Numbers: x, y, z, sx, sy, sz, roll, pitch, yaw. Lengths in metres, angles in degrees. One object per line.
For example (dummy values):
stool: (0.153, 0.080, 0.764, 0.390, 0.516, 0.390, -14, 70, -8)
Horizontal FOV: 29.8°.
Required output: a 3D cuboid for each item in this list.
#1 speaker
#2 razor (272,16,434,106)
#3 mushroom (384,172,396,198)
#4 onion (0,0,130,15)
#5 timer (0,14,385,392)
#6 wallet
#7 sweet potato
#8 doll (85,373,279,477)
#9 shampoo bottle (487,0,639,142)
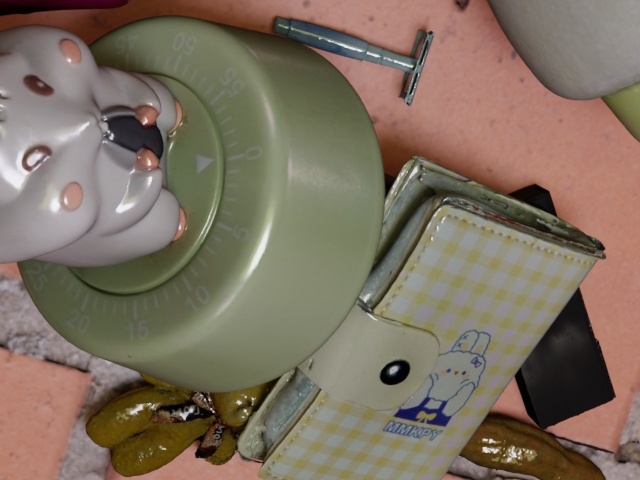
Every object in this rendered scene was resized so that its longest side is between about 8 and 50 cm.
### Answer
speaker: (0.204, 0.062, 1.121, 0.082, 0.044, 0.218, -21, 106, -4)
razor: (0.025, -0.168, 1.042, 0.135, 0.040, 0.068, 16, 100, -6)
mushroom: (0.000, 0.000, 1.034, 0.188, 0.117, 0.141, -17, 132, -11)
onion: (-0.255, -0.255, 0.827, 0.348, 0.348, 0.385, 28, 104, -15)
timer: (-0.148, -0.047, 0.842, 0.315, 0.291, 0.291, 17, 105, -58)
wallet: (0.085, 0.097, 1.033, 0.223, 0.077, 0.309, 17, 113, -37)
sweet potato: (0.201, 0.204, 1.153, 0.182, 0.053, 0.054, 21, 94, -13)
doll: (-0.102, 0.152, 1.070, 0.209, 0.097, 0.137, -30, 113, 5)
shampoo bottle: (0.272, -0.251, 0.909, 0.322, 0.322, 0.317, -40, 101, 2)
